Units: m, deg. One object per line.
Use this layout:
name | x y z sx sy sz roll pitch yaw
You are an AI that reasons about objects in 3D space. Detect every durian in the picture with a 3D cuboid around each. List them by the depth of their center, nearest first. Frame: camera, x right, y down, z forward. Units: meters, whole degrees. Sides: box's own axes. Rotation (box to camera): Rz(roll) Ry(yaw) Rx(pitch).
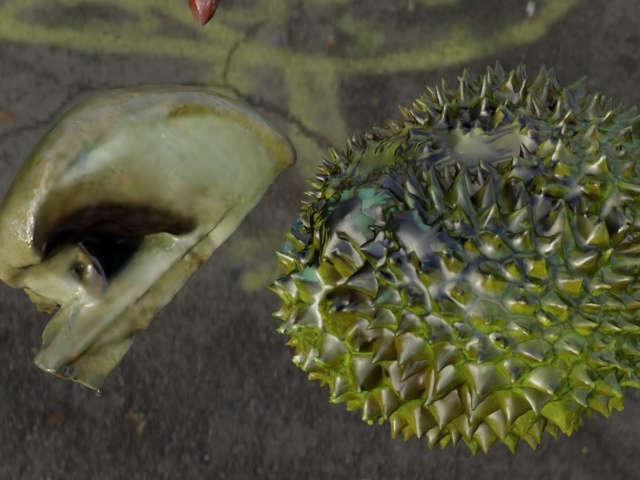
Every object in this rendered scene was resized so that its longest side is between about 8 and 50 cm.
durian | 0.111 0.022 0.912 0.291 0.224 0.291 -13 38 10

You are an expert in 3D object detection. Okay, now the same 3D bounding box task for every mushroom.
mushroom | -0.201 -0.028 1.219 0.292 0.212 0.217 -59 33 -4

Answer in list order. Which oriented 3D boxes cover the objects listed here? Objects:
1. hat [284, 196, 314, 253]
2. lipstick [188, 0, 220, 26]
hat | 0.000 0.000 1.445 0.078 0.190 0.138 13 43 11
lipstick | -0.046 -0.177 0.746 0.030 0.030 0.129 25 78 -22
